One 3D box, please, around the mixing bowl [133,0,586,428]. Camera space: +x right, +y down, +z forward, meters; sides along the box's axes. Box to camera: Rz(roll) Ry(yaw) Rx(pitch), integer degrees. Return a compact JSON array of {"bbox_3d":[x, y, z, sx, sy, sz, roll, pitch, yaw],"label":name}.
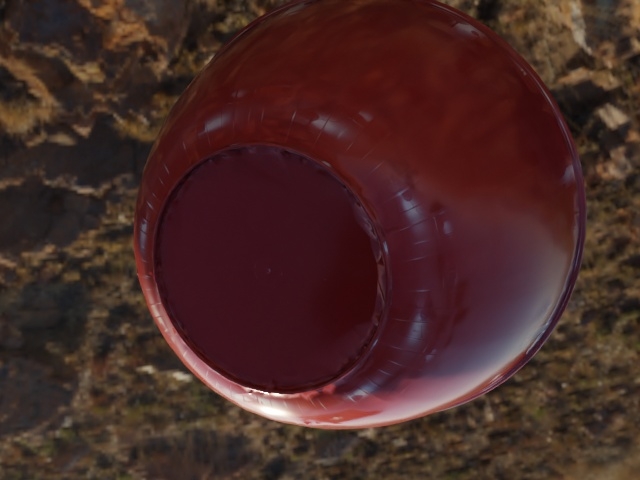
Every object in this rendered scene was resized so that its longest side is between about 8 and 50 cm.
[{"bbox_3d":[0.000,0.000,0.377,0.181,0.181,0.098,-24,-176,26],"label":"mixing bowl"}]
